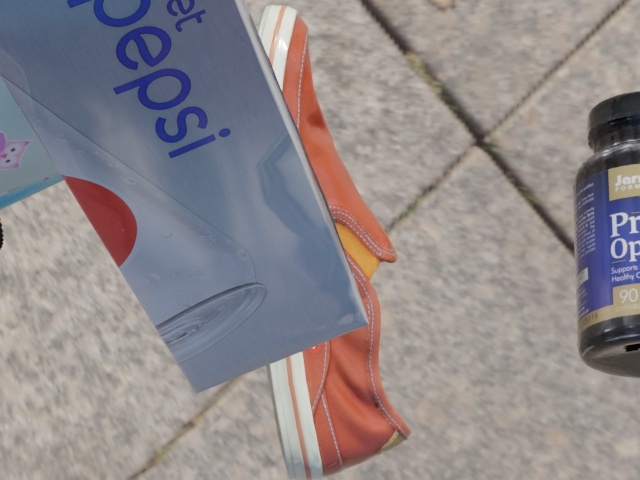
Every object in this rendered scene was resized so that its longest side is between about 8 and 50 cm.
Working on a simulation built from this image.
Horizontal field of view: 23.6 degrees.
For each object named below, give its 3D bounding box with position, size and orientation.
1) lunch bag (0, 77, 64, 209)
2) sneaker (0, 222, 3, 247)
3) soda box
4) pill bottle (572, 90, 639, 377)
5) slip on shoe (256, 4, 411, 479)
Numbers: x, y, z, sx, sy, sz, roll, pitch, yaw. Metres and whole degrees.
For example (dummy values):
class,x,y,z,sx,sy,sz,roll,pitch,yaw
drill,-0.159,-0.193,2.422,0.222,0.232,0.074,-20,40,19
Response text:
class,x,y,z,sx,sy,sz,roll,pitch,yaw
lunch bag,-0.222,-0.140,1.006,0.262,0.160,0.223,-19,141,-5
sneaker,-0.204,-0.007,0.598,0.075,0.161,0.057,-29,66,27
soda box,-0.064,-0.053,0.667,0.098,0.091,0.286,-21,142,1
pill bottle,0.269,-0.005,1.262,0.122,0.123,0.219,9,66,-17
slip on shoe,0.000,0.000,1.072,0.101,0.123,0.331,-9,93,-4
